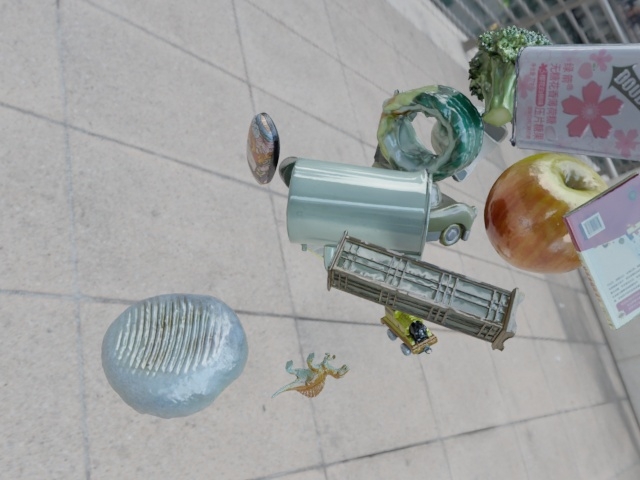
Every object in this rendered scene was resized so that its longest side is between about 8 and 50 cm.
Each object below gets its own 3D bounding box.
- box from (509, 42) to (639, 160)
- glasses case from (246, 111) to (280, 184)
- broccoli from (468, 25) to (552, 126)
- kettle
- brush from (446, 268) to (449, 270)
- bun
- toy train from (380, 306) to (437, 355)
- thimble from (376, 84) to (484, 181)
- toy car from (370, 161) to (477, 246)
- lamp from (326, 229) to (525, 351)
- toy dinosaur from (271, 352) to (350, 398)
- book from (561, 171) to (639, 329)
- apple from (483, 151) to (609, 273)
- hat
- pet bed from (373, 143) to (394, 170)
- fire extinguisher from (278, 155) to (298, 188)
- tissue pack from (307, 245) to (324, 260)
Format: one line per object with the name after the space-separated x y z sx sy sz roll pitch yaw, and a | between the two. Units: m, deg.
0.500 -0.230 0.985 0.112 0.369 0.190 -20 115 -42 | box
-0.187 -0.289 1.924 0.082 0.321 0.122 -23 74 -19 | glasses case
0.512 -0.428 1.574 0.288 0.235 0.260 41 28 -35 | broccoli
0.089 -0.048 1.380 0.205 0.317 0.265 74 23 -77 | kettle
0.393 0.146 1.866 0.082 0.010 0.218 36 31 18 | brush
-0.362 0.288 1.494 0.211 0.361 0.362 89 9 -46 | bun
0.252 0.248 1.733 0.219 0.089 0.127 44 -28 52 | toy train
0.302 -0.304 1.666 0.288 0.254 0.167 43 38 15 | thimble
0.306 -0.119 1.861 0.335 0.226 0.242 -6 28 -32 | toy car
0.174 0.087 1.030 0.090 0.325 0.089 90 22 -58 | lamp
-0.030 0.356 1.530 0.212 0.057 0.142 -39 124 -16 | toy dinosaur
0.531 0.019 1.039 0.232 0.162 0.022 61 -7 -12 | book
0.504 -0.058 1.333 0.285 0.233 0.286 10 47 -10 | apple
0.469 -0.327 1.927 0.275 0.232 0.161 32 19 -42 | hat
0.322 -0.315 2.283 0.211 0.159 0.183 49 55 -50 | pet bed
-0.069 -0.202 1.848 0.114 0.095 0.311 33 5 -11 | fire extinguisher
0.000 0.000 2.119 0.176 0.095 0.062 35 45 -37 | tissue pack
